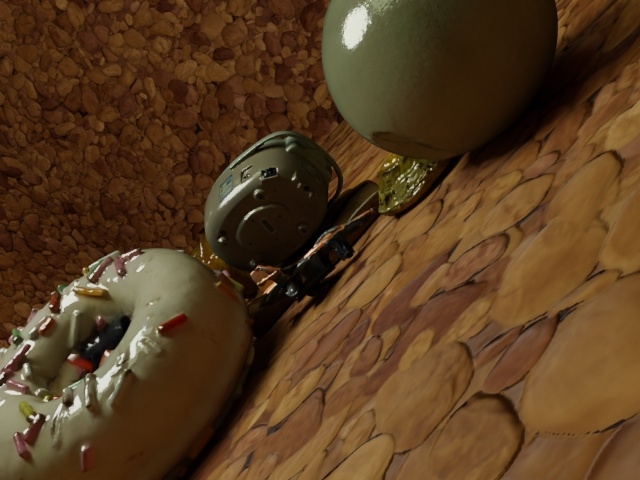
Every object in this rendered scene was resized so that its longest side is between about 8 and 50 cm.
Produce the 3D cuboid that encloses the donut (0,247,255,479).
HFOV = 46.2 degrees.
[{"bbox_3d":[-0.259,0.153,0.916,0.382,0.142,0.383,-24,34,17],"label":"donut"}]

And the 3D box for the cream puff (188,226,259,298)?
[{"bbox_3d":[-0.126,0.014,1.330,0.241,0.155,0.269,-45,1,-11],"label":"cream puff"}]

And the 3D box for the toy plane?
[{"bbox_3d":[-0.004,0.028,0.897,0.188,0.062,0.135,-29,-14,15],"label":"toy plane"}]

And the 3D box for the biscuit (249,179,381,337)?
[{"bbox_3d":[-0.001,-0.001,1.068,0.301,0.043,0.278,-42,11,42],"label":"biscuit"}]

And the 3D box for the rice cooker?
[{"bbox_3d":[-0.069,-0.048,1.016,0.206,0.145,0.127,-39,27,26],"label":"rice cooker"}]

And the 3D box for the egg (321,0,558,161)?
[{"bbox_3d":[0.109,-0.188,0.731,0.219,0.219,0.269,-51,3,-17],"label":"egg"}]

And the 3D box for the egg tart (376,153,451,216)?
[{"bbox_3d":[0.104,-0.084,0.869,0.130,0.052,0.130,-50,9,11],"label":"egg tart"}]
